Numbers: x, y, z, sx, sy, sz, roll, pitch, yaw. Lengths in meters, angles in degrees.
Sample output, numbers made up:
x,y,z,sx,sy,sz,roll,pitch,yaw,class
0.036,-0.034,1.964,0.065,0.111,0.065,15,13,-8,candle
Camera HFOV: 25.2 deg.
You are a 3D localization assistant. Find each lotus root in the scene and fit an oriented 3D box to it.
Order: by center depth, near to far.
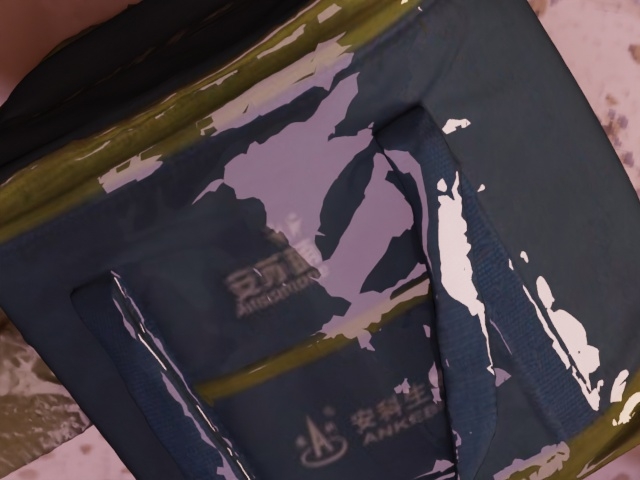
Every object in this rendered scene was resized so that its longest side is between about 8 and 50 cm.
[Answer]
x,y,z,sx,sy,sz,roll,pitch,yaw,class
-0.195,0.066,0.749,0.143,0.070,0.144,-36,115,16,lotus root

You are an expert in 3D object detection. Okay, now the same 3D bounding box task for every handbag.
x,y,z,sx,sy,sz,roll,pitch,yaw,class
0.000,0.000,0.636,0.263,0.222,0.241,-29,112,16,handbag
